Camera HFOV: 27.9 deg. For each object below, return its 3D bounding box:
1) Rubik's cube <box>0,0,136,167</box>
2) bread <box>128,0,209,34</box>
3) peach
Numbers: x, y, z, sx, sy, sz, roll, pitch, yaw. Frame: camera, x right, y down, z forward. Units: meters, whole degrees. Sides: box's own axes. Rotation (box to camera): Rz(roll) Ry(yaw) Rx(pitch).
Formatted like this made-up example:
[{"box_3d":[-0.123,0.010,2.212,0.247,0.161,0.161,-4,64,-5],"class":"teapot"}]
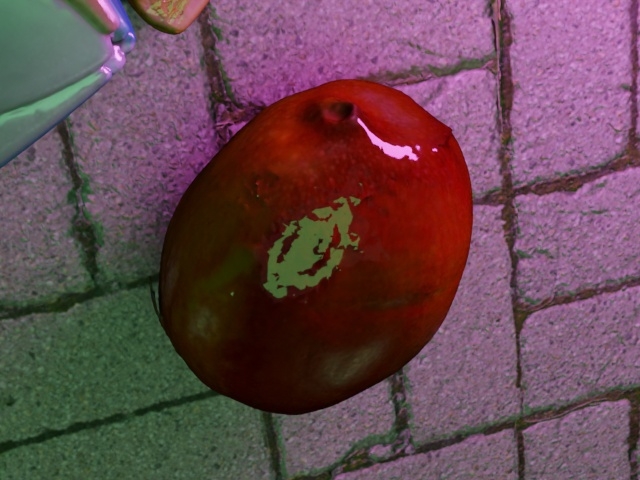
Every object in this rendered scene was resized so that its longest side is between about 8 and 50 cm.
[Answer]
[{"box_3d":[-0.398,-0.227,1.080,0.352,0.351,0.347,-37,120,-1],"class":"Rubik's cube"},{"box_3d":[-0.146,-0.270,1.309,0.082,0.056,0.115,31,97,-31],"class":"bread"},{"box_3d":[0.000,0.001,1.347,0.372,0.290,0.373,-9,125,-14],"class":"peach"}]
